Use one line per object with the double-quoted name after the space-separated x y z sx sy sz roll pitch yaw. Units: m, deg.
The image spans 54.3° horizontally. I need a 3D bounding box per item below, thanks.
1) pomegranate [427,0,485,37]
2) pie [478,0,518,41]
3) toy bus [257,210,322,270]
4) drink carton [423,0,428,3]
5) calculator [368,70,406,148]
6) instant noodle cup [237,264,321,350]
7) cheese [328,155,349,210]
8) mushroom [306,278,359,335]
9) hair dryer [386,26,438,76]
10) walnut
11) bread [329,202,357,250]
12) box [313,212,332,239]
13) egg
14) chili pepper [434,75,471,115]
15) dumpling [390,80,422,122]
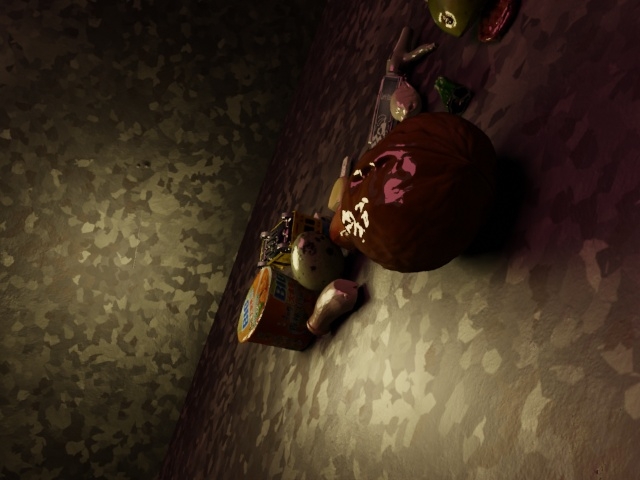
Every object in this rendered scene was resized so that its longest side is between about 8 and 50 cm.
0.398 -0.697 1.723 0.241 0.159 0.190 -50 -3 24 "pomegranate"
0.474 -0.600 1.669 0.153 0.038 0.153 -162 90 -73 "pie"
-0.118 0.016 2.276 0.331 0.151 0.145 143 135 -60 "toy bus"
0.392 -0.951 2.032 0.324 0.194 0.132 -64 20 14 "drink carton"
0.224 -0.434 2.115 0.166 0.028 0.273 -134 53 -65 "calculator"
-0.137 0.253 2.197 0.296 0.214 0.296 -54 23 37 "instant noodle cup"
0.082 -0.212 2.349 0.127 0.050 0.255 -48 26 51 "cheese"
0.040 0.199 1.947 0.096 0.108 0.247 -28 -17 -48 "mushroom"
0.313 -0.669 2.148 0.225 0.088 0.218 -36 40 43 "hair dryer"
0.221 -0.106 1.411 0.398 0.308 0.353 142 144 -61 "walnut"
0.117 -0.062 1.998 0.199 0.104 0.199 -53 21 31 "bread"
0.001 0.001 2.306 0.194 0.073 0.139 -110 43 -64 "box"
-0.014 0.065 2.051 0.177 0.228 0.177 -18 38 15 "egg"
0.358 -0.421 1.773 0.227 0.059 0.088 -104 34 -63 "chili pepper"
0.272 -0.412 1.979 0.134 0.100 0.169 78 170 -52 "dumpling"
